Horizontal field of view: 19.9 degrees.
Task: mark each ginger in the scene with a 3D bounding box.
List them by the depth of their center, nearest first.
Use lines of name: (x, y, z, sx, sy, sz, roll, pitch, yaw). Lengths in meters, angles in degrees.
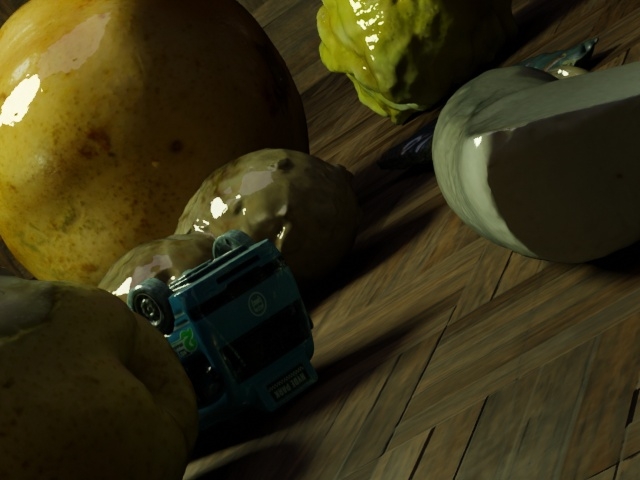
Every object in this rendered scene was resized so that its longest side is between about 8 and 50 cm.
ginger: (-0.102, 0.045, 1.717, 0.244, 0.155, 0.304, -14, 31, 52)

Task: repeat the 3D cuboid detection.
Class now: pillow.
pillow: (0.175, -0.141, 1.940, 0.189, 0.034, 0.255, -39, 9, -19)

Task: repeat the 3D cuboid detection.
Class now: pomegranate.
pomegranate: (-0.204, -0.093, 2.012, 0.416, 0.416, 0.416, -35, 8, 6)

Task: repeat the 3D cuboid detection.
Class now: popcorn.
popcorn: (0.113, -0.332, 2.392, 0.293, 0.292, 0.334, -39, 3, 12)

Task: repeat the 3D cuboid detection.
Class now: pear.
pear: (-0.219, 0.151, 1.313, 0.271, 0.271, 0.271, -35, 8, 6)

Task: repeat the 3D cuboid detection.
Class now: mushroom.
mushroom: (0.163, -0.067, 1.296, 0.177, 0.126, 0.397, -27, 7, -4)

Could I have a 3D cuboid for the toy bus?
toy bus: (-0.114, 0.092, 1.462, 0.113, 0.134, 0.246, -32, 3, -42)
